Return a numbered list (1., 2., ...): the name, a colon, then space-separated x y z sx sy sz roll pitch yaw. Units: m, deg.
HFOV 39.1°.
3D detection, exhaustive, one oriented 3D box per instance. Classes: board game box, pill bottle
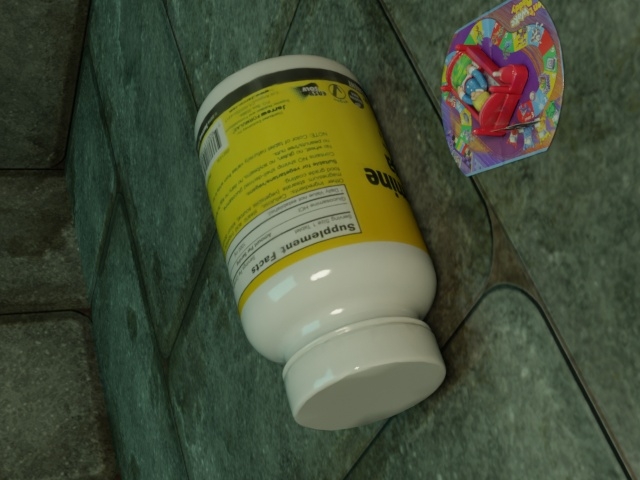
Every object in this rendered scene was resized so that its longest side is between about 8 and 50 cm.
1. board game box: 0.135 -0.129 0.755 0.168 0.033 0.133 -15 78 63
2. pill bottle: 0.000 0.000 0.868 0.188 0.187 0.334 122 138 -49
